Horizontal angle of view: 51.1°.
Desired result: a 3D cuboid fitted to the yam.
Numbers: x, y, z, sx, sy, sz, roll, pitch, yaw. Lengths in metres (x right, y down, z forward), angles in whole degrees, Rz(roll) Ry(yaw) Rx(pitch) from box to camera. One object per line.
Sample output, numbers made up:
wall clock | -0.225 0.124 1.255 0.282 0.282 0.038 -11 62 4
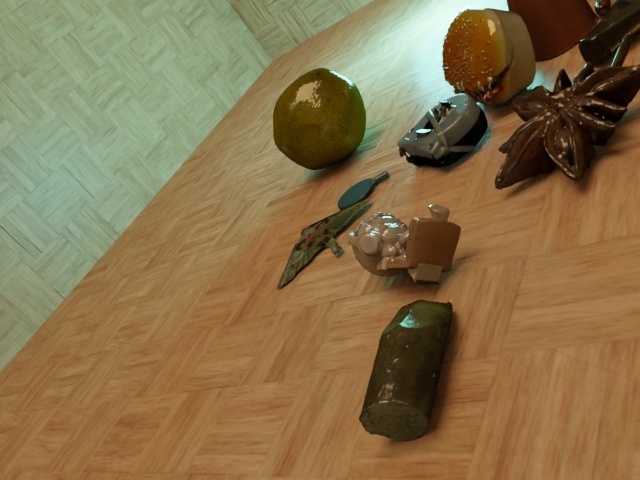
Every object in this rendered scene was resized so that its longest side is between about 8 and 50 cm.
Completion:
yam | 0.135 0.170 0.999 0.106 0.106 0.259 -22 30 35

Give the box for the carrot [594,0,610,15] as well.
carrot | 0.688 -0.588 1.631 0.035 0.036 0.165 -22 27 35

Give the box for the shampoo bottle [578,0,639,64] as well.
shampoo bottle | 0.691 -0.509 1.416 0.350 0.084 0.125 -42 21 -5

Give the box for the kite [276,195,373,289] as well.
kite | 0.000 0.000 1.620 0.323 0.013 0.267 -45 22 -8

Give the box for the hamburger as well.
hamburger | 0.383 -0.435 1.578 0.151 0.227 0.295 -16 20 -3

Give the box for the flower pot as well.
flower pot | 0.542 -0.554 1.616 0.190 0.173 0.191 -34 23 17

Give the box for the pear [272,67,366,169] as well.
pear | 0.000 -0.357 1.951 0.294 0.294 0.294 -32 24 16

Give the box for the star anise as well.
star anise | 0.461 -0.224 1.220 0.292 0.109 0.350 -11 46 36

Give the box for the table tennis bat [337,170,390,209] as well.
table tennis bat | 0.107 -0.128 1.688 0.155 0.019 0.100 -33 23 18

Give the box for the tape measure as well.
tape measure | 0.287 -0.251 1.531 0.181 0.107 0.182 -51 22 -9

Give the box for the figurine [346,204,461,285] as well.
figurine | 0.141 0.001 1.236 0.236 0.162 0.141 9 94 62
